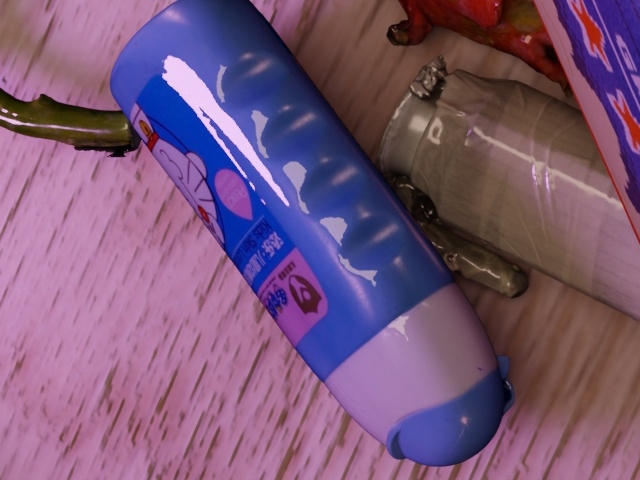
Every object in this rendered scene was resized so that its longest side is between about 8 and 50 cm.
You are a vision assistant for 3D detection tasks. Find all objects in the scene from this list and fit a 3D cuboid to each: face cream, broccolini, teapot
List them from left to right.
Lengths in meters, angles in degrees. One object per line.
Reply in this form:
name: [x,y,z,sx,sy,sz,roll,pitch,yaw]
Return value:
broccolini: [-0.187,-0.145,1.063,0.271,0.062,0.123,37,115,18]
face cream: [0.000,0.000,0.971,0.083,0.149,0.264,-34,82,-15]
teapot: [0.124,-0.008,0.971,0.200,0.077,0.107,28,125,14]

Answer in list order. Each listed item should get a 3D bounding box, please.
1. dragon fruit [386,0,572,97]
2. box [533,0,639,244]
dragon fruit: [0.064,-0.208,0.956,0.161,0.126,0.274,-2,89,15]
box: [0.276,-0.118,0.750,0.349,0.257,0.318,-25,104,-1]
